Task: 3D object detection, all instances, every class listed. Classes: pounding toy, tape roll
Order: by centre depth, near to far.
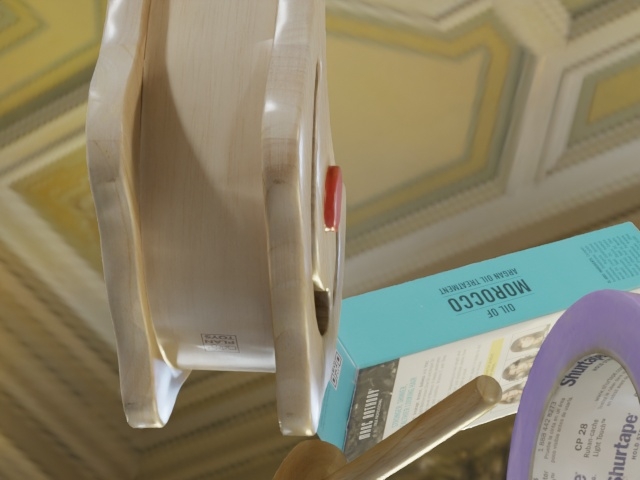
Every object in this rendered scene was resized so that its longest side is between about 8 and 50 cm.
[{"bbox_3d":[0.000,0.000,0.694,0.155,0.154,0.269,2,-51,6],"label":"pounding toy"},{"bbox_3d":[0.164,0.122,0.821,0.080,0.189,0.189,9,-42,-16],"label":"tape roll"}]

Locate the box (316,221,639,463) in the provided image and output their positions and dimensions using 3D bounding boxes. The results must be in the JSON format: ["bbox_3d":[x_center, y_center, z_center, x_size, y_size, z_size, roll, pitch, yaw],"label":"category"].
[{"bbox_3d":[0.112,0.067,1.114,0.244,0.060,0.100,-14,-43,-23],"label":"box"}]
